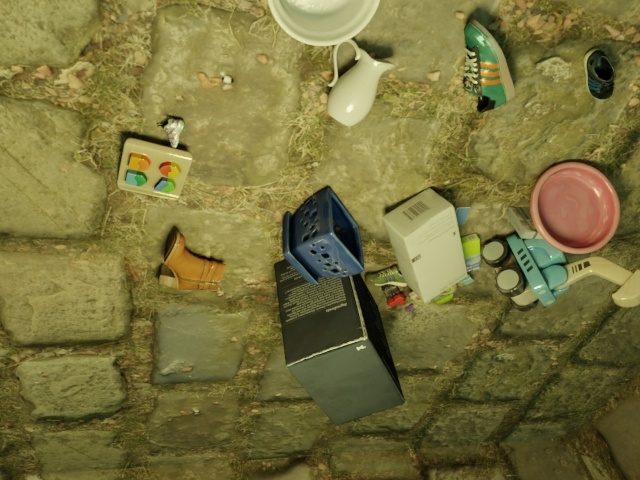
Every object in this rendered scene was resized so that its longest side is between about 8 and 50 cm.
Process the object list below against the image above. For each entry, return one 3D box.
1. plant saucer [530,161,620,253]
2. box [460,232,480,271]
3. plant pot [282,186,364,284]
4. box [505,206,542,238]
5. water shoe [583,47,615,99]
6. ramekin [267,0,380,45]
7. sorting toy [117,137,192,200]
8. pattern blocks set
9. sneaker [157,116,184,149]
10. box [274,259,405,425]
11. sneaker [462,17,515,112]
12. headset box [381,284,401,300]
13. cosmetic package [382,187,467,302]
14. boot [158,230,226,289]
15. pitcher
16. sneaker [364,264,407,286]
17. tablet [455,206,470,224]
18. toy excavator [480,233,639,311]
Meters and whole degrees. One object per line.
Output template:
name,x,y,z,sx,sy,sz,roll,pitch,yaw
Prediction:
plant saucer,0.902,-0.113,1.823,0.333,0.331,0.084,-6,174,-7
box,0.586,0.057,2.039,0.109,0.042,0.178,-17,134,4
plant pot,0.000,0.000,1.733,0.212,0.235,0.236,-24,132,18
box,0.813,-0.067,1.910,0.187,0.145,0.038,0,134,-14
water shoe,0.872,-0.499,1.573,0.073,0.080,0.203,-34,130,18
ramekin,0.001,-0.629,1.219,0.278,0.135,0.277,-7,132,-7
sorting toy,-0.504,-0.205,1.532,0.193,0.038,0.208,12,140,-22
pattern blocks set,0.472,0.217,2.131,0.286,0.026,0.325,20,132,-40
sneaker,-0.441,-0.316,1.473,0.069,0.038,0.098,16,119,-21
box,0.068,0.342,1.888,0.298,0.471,0.479,-22,132,7
sneaker,0.466,-0.491,1.469,0.121,0.108,0.302,-34,131,12
headset box,0.295,0.209,2.118,0.062,0.032,0.083,-24,134,9
cosmetic package,0.391,0.026,1.861,0.217,0.156,0.384,-33,132,-5
boot,-0.440,0.084,1.782,0.221,0.109,0.283,10,131,-19
pitcher,0.084,-0.445,1.430,0.178,0.125,0.207,29,111,-9
sneaker,0.275,0.133,2.028,0.192,0.064,0.086,5,125,-20
tablet,0.531,-0.093,1.916,0.054,0.006,0.083,-4,133,-10
toy excavator,0.891,0.112,1.883,0.446,0.432,0.222,-32,137,21
